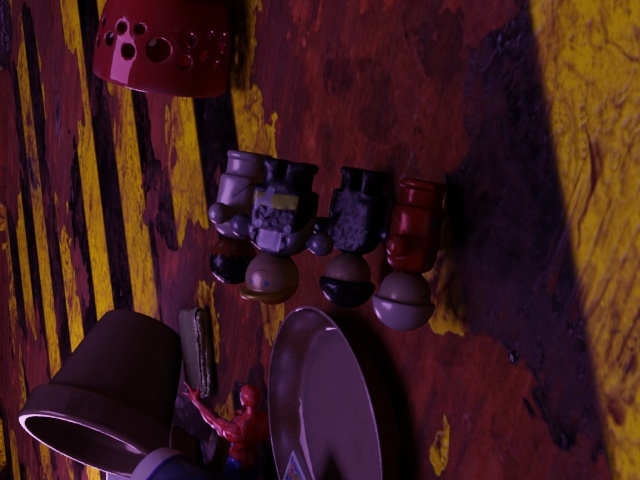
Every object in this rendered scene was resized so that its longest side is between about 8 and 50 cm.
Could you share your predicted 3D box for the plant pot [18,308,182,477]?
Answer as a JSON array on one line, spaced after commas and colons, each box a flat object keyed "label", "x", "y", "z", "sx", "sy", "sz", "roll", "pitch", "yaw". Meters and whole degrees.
[{"label": "plant pot", "x": -0.340, "y": 0.245, "z": 1.780, "sx": 0.263, "sy": 0.263, "sz": 0.229, "roll": -43, "pitch": 25, "yaw": 60}]

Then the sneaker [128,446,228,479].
[{"label": "sneaker", "x": -0.194, "y": 0.465, "z": 1.422, "sx": 0.236, "sy": 0.130, "sz": 0.323, "roll": 29, "pitch": 99, "yaw": 36}]

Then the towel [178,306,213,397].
[{"label": "towel", "x": -0.202, "y": 0.183, "z": 1.729, "sx": 0.110, "sy": 0.027, "sz": 0.148, "roll": 167, "pitch": 96, "yaw": -66}]

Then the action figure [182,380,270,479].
[{"label": "action figure", "x": -0.131, "y": 0.297, "z": 1.509, "sx": 0.139, "sy": 0.091, "sz": 0.280, "roll": 43, "pitch": 134, "yaw": 39}]

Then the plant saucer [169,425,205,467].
[{"label": "plant saucer", "x": -0.196, "y": 0.426, "z": 1.652, "sx": 0.278, "sy": 0.041, "sz": 0.278, "roll": 172, "pitch": 90, "yaw": -87}]

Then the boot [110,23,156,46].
[{"label": "boot", "x": -0.256, "y": -0.376, "z": 1.699, "sx": 0.115, "sy": 0.112, "sz": 0.305, "roll": 44, "pitch": 137, "yaw": 12}]

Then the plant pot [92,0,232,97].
[{"label": "plant pot", "x": -0.213, "y": -0.302, "z": 1.471, "sx": 0.191, "sy": 0.191, "sz": 0.174, "roll": 38, "pitch": 123, "yaw": 58}]

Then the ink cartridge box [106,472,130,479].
[{"label": "ink cartridge box", "x": -0.307, "y": 0.467, "z": 1.906, "sx": 0.223, "sy": 0.045, "sz": 0.224, "roll": 28, "pitch": 120, "yaw": 37}]

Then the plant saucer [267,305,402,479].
[{"label": "plant saucer", "x": 0.017, "y": 0.228, "z": 1.230, "sx": 0.310, "sy": 0.050, "sz": 0.311, "roll": 176, "pitch": 90, "yaw": -66}]

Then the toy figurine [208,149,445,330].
[{"label": "toy figurine", "x": 0.000, "y": 0.000, "z": 1.028, "sx": 0.213, "sy": 0.209, "sz": 0.148, "roll": -159, "pitch": 77, "yaw": -65}]

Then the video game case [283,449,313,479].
[{"label": "video game case", "x": -0.027, "y": 0.323, "z": 1.276, "sx": 0.087, "sy": 0.011, "sz": 0.122, "roll": -118, "pitch": 32, "yaw": -41}]
